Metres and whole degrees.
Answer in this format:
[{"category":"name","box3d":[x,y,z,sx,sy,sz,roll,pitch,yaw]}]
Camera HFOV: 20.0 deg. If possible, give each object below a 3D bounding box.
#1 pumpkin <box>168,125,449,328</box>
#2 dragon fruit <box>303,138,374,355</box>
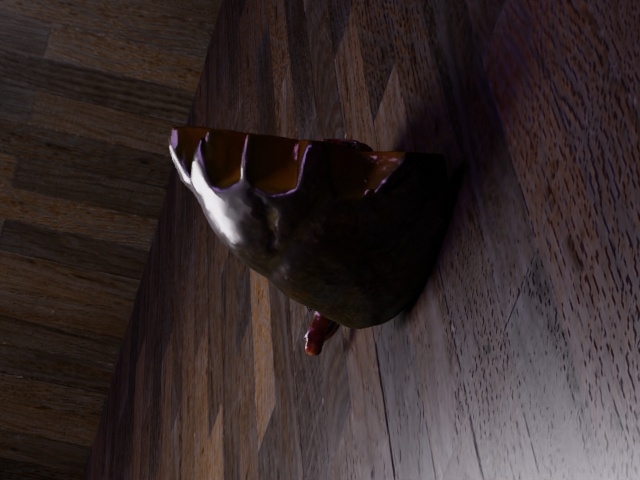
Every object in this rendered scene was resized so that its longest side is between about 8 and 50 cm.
[{"category":"pumpkin","box3d":[-0.030,-0.007,1.336,0.254,0.130,0.149,10,100,54]},{"category":"dragon fruit","box3d":[0.000,0.000,1.486,0.094,0.094,0.190,-103,20,-65]}]
